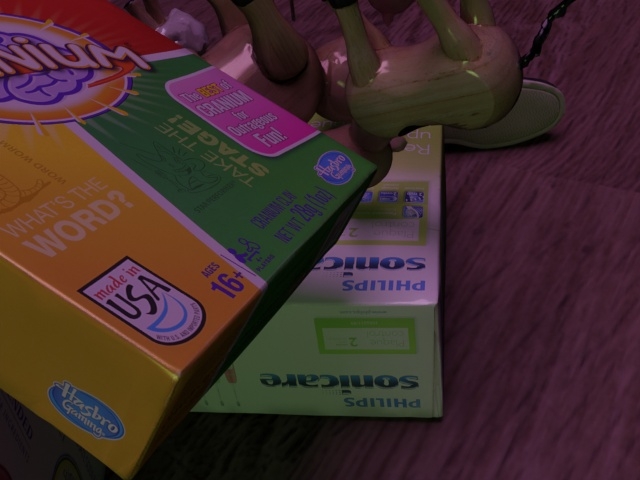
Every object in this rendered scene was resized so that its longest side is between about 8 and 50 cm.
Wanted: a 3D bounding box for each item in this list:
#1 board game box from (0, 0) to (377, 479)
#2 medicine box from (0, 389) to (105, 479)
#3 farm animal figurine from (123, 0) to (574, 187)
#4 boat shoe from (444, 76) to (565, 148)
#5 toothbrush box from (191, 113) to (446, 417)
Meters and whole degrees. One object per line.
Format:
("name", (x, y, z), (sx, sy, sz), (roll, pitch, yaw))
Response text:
("board game box", (-0.151, -0.058, 0.420), (0.316, 0.064, 0.242), (32, 31, 6))
("medicine box", (-0.235, 0.088, 0.489), (0.149, 0.264, 0.289), (-7, 38, -1))
("farm animal figurine", (-0.015, -0.123, 0.613), (0.326, 0.172, 0.330), (-27, 33, 4))
("boat shoe", (0.139, -0.145, 0.873), (0.233, 0.084, 0.079), (-5, 38, 8))
("toothbrush box", (0.000, 0.000, 0.680), (0.206, 0.122, 0.283), (0, 39, 11))
